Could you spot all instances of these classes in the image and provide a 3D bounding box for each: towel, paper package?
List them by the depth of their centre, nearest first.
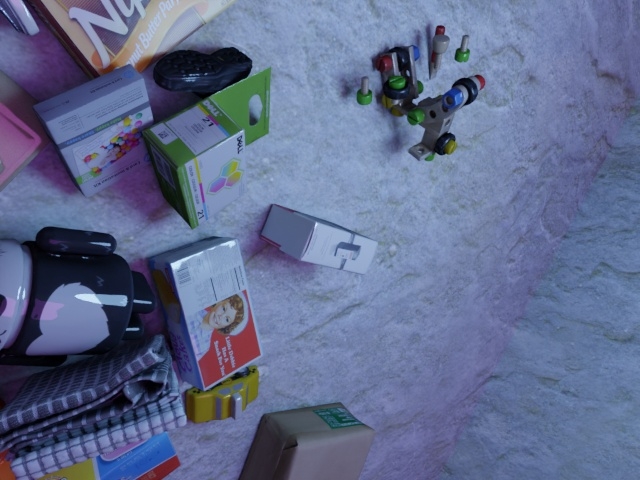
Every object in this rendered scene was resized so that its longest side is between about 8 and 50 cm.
[{"bbox_3d":[-0.350,0.242,0.741,0.235,0.284,0.121,-15,91,-19],"label":"towel"},{"bbox_3d":[-0.042,0.637,1.308,0.325,0.168,0.309,13,100,-44],"label":"paper package"}]

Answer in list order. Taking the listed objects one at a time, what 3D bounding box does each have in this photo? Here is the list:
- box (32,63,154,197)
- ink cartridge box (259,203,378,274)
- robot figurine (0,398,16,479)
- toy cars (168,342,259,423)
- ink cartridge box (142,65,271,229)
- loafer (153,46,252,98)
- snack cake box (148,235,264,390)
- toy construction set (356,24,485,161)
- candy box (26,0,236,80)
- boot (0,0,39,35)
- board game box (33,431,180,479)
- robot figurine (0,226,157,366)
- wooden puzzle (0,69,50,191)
[{"bbox_3d":[-0.326,-0.159,0.706,0.145,0.038,0.186,-37,166,-25],"label":"box"},{"bbox_3d":[0.000,0.000,1.057,0.218,0.159,0.092,18,96,-46],"label":"ink cartridge box"},{"bbox_3d":[-0.539,0.331,0.723,0.158,0.128,0.219,-48,161,-47],"label":"robot figurine"},{"bbox_3d":[-0.266,0.318,1.013,0.176,0.087,0.394,-55,135,-9],"label":"toy cars"},{"bbox_3d":[-0.161,-0.164,0.823,0.255,0.097,0.188,-37,163,-23],"label":"ink cartridge box"},{"bbox_3d":[-0.192,-0.270,0.775,0.078,0.076,0.223,-57,173,34],"label":"loafer"},{"bbox_3d":[-0.219,0.138,0.920,0.152,0.089,0.264,-24,110,-43],"label":"snack cake box"},{"bbox_3d":[0.258,-0.342,1.136,0.237,0.258,0.308,86,27,-50],"label":"toy construction set"},{"bbox_3d":[-0.258,-0.392,0.691,0.316,0.088,0.183,-45,134,-16],"label":"candy box"},{"bbox_3d":[-0.448,-0.333,0.572,0.086,0.069,0.190,-38,122,-14],"label":"boot"},{"bbox_3d":[-0.420,0.454,0.836,0.317,0.064,0.242,-30,152,-28],"label":"board game box"},{"bbox_3d":[-0.405,0.093,0.720,0.278,0.174,0.209,14,73,-45],"label":"robot figurine"},{"bbox_3d":[-0.566,-0.131,0.548,0.347,0.081,0.322,-55,135,-15],"label":"wooden puzzle"}]
